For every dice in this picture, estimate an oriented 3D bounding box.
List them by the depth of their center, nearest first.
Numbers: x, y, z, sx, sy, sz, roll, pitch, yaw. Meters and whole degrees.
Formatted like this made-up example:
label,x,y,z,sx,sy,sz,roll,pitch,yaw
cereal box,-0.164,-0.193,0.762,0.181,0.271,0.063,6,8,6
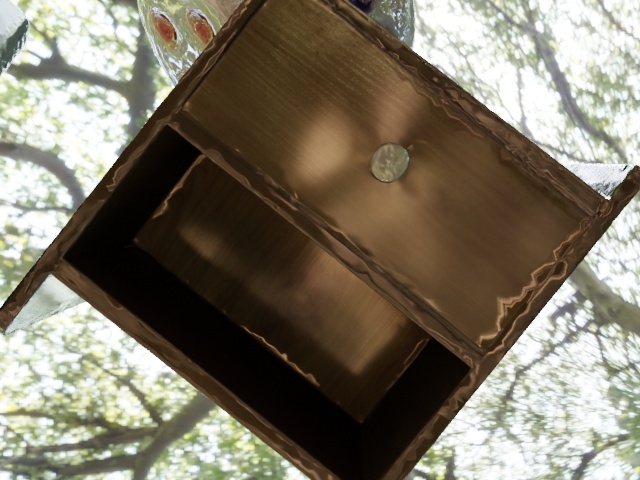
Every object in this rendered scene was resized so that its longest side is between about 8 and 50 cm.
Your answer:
label,x,y,z,sx,sy,sz,roll,pitch,yaw
dice,-0.041,-0.210,0.904,0.194,0.193,0.192,-36,-153,-24

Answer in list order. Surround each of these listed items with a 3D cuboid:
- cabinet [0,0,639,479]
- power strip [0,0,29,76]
label,x,y,z,sx,sy,sz,roll,pitch,yaw
cabinet,0.000,0.000,0.448,0.175,0.148,0.215,38,-86,-1
power strip,-0.222,-0.014,0.385,0.265,0.193,0.059,-42,-69,11
